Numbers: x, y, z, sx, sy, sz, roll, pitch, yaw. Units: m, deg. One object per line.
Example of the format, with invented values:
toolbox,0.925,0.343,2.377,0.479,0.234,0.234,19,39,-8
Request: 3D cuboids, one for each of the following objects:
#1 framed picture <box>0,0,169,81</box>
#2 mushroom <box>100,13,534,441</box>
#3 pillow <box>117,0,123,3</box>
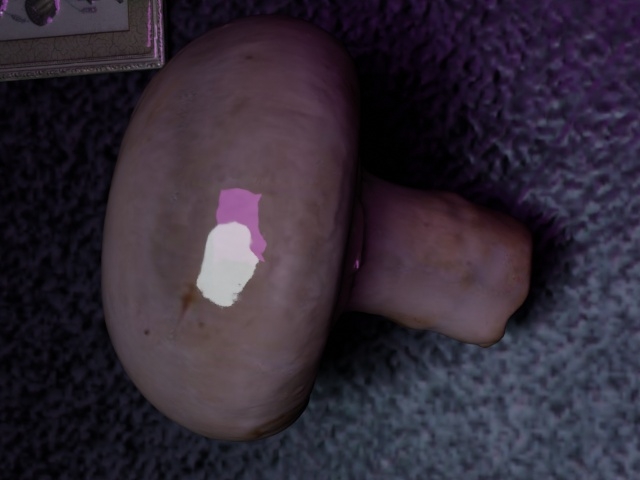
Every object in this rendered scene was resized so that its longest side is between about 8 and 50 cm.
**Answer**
framed picture,-0.193,-0.172,1.092,0.231,0.010,0.173,-4,90,19
mushroom,-0.014,0.007,0.944,0.209,0.206,0.206,36,102,8
pillow,-0.101,-0.233,1.031,0.118,0.043,0.185,-28,82,19
